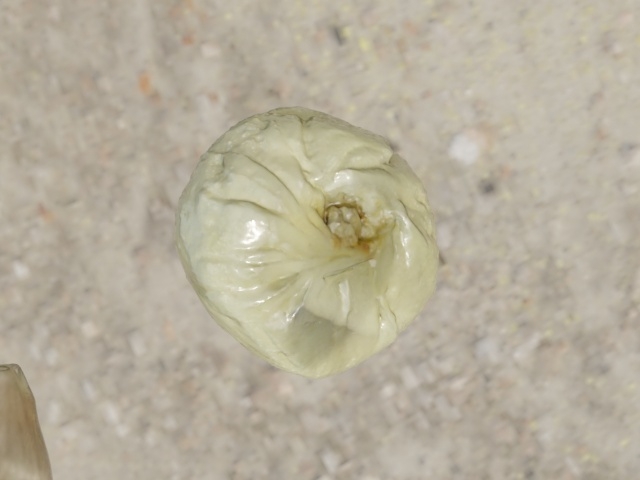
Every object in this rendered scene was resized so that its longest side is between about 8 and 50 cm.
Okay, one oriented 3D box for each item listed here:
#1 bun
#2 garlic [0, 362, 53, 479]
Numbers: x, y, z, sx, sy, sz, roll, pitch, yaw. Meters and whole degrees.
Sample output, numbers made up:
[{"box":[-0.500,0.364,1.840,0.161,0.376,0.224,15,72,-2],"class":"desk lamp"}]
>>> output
[{"box":[0.000,0.000,1.057,0.111,0.188,0.164,0,65,42],"class":"bun"},{"box":[-0.275,0.234,1.208,0.112,0.318,0.143,-9,134,31],"class":"garlic"}]
